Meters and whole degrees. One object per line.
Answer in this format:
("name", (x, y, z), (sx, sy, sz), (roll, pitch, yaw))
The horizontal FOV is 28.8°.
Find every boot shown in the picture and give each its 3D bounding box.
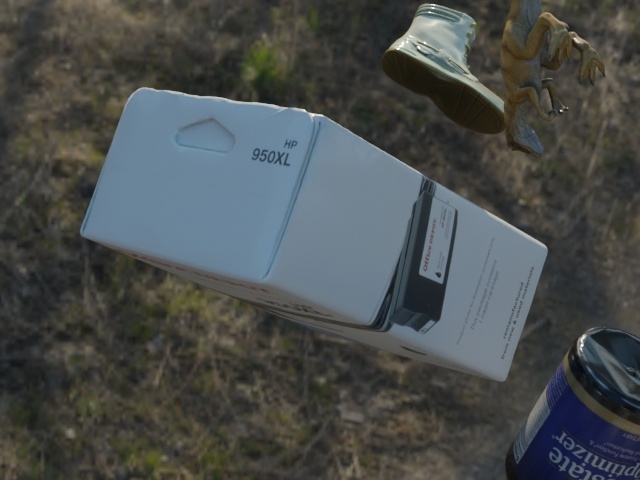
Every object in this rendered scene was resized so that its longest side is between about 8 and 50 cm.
("boot", (0.214, -0.266, 1.905), (0.213, 0.077, 0.165), (32, 48, 1))

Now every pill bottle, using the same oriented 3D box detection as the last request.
("pill bottle", (0.252, 0.200, 1.193), (0.123, 0.219, 0.122), (16, 33, -11))

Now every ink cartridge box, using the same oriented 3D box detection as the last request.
("ink cartridge box", (0.000, 0.000, 1.291), (0.286, 0.166, 0.395), (12, -10, 44))

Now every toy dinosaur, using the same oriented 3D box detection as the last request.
("toy dinosaur", (0.168, -0.167, 1.009), (0.064, 0.211, 0.112), (-11, 19, -34))
